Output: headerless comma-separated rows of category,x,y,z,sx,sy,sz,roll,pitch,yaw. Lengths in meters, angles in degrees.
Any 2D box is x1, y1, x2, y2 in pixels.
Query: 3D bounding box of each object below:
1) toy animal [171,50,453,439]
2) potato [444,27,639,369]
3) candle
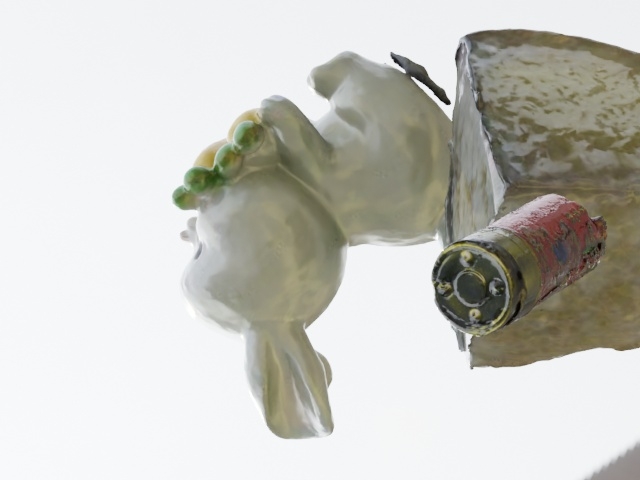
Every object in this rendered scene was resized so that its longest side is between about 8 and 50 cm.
toy animal,-0.005,-0.004,1.521,0.247,0.183,0.310,45,-107,-9
potato,0.231,-0.032,1.356,0.189,0.264,0.211,-87,-4,-48
candle,0.109,0.008,0.910,0.130,0.052,0.052,-23,-55,-54
